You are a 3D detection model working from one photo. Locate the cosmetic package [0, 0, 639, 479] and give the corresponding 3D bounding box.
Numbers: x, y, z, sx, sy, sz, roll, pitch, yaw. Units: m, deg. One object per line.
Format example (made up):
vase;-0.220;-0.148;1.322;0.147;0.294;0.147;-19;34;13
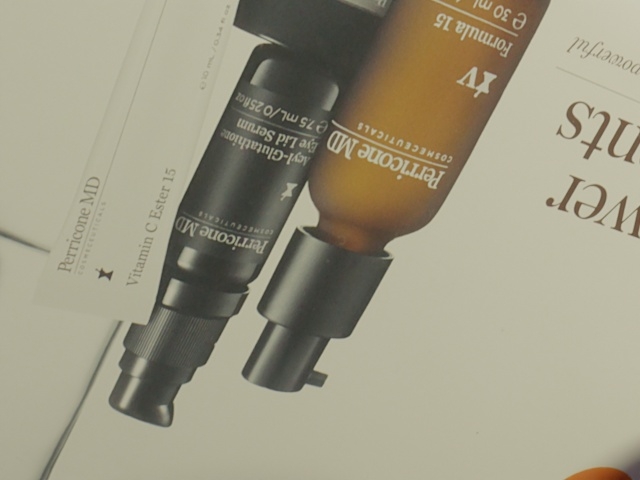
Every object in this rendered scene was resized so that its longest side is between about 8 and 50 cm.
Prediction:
cosmetic package;0.000;0.000;0.503;0.377;0.284;0.097;17;24;-26
